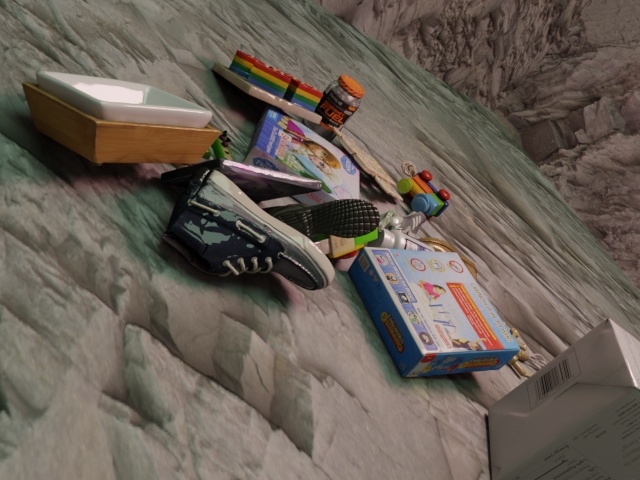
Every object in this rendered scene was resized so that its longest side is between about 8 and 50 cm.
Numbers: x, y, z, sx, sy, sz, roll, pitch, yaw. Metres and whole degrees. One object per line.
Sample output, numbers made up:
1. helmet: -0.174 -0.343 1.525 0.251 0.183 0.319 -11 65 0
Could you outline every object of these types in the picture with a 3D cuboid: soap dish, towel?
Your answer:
1. soap dish: -0.370 -0.225 1.210 0.229 0.118 0.291 27 20 30
2. towel: 0.122 -0.042 1.640 0.152 0.113 0.023 -43 116 -63

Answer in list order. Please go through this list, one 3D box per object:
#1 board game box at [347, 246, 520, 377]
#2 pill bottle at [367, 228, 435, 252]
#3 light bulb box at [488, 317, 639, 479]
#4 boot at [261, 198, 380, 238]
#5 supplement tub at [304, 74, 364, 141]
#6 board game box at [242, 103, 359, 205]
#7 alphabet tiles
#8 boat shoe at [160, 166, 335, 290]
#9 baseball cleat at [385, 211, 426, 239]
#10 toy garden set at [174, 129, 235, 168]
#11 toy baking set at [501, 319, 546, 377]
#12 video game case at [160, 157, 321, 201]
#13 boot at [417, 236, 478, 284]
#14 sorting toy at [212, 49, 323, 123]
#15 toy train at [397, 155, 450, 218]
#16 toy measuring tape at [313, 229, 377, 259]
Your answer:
1. board game box: 0.257 0.158 1.480 0.302 0.086 0.308 5 43 -34
2. pill bottle: 0.206 0.027 1.655 0.169 0.094 0.094 24 32 -29
3. light bulb box: 0.593 0.417 1.284 0.361 0.358 0.225 37 30 -9
4. boot: -0.010 -0.057 1.379 0.247 0.083 0.161 -6 16 -14
5. supplement tub: 0.045 -0.412 1.993 0.117 0.190 0.117 30 29 -19
6. board game box: -0.038 -0.207 1.722 0.318 0.066 0.318 32 28 -16
7. alphabet tiles: 0.149 -0.236 1.970 0.278 0.021 0.284 52 15 21
8. boat shoe: -0.138 0.027 1.209 0.340 0.127 0.158 37 59 -12
9. baseball cleat: 0.253 -0.027 1.842 0.206 0.072 0.109 -9 69 -50
10. toy garden set: -0.288 -0.220 1.447 0.244 0.049 0.203 15 36 -39
11. toy baking set: 0.539 0.298 1.744 0.197 0.030 0.256 1 46 -51
12. video game case: -0.161 -0.121 1.336 0.274 0.196 0.026 9 79 -46
13. boot: 0.355 0.129 1.703 0.236 0.089 0.269 23 35 -18
14. sorting toy: -0.142 -0.454 1.848 0.255 0.089 0.257 16 18 -39
15. toy train: 0.288 -0.180 2.049 0.248 0.105 0.143 51 29 20
16. toy measuring tape: 0.000 0.000 1.457 0.330 0.121 0.121 -19 61 -39
